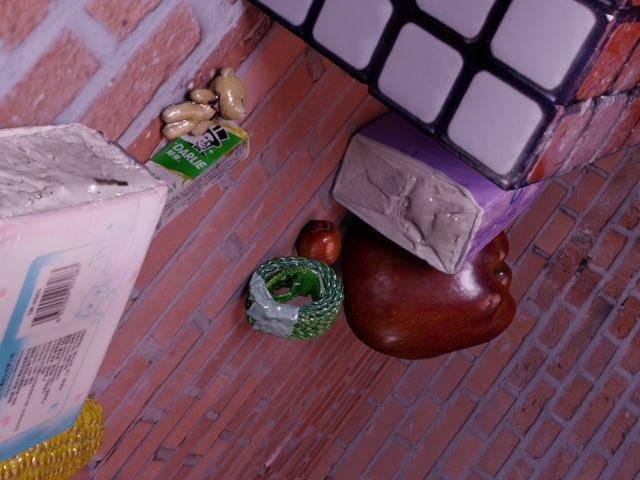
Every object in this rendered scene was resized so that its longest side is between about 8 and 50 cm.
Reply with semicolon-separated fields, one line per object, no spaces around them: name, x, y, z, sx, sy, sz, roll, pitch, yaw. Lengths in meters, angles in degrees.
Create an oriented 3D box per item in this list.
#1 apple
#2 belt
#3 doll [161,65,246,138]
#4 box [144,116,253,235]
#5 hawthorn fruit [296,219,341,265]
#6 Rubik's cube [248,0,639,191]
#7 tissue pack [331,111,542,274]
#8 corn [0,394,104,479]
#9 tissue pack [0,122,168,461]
apple;0.182;0.071;1.534;0.288;0.317;0.288;24;63;-60
belt;-0.040;0.081;1.287;0.151;0.121;0.079;-3;143;-16
doll;-0.117;-0.134;0.854;0.093;0.051;0.061;-15;148;-19
box;-0.154;-0.054;0.861;0.207;0.050;0.041;-45;164;-29
hawthorn fruit;-0.002;0.004;1.350;0.077;0.077;0.077;-48;162;-21
Rubik's cube;0.198;-0.291;0.808;0.344;0.337;0.343;-15;138;-51
tissue pack;0.209;-0.117;1.391;0.338;0.242;0.160;-35;151;-49
corn;-0.317;0.211;0.835;0.115;0.115;0.318;-57;162;8
tissue pack;-0.253;0.052;0.672;0.201;0.124;0.271;-24;147;-60
